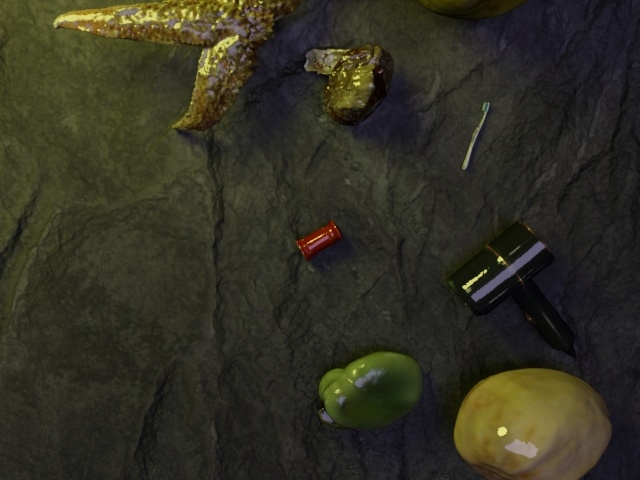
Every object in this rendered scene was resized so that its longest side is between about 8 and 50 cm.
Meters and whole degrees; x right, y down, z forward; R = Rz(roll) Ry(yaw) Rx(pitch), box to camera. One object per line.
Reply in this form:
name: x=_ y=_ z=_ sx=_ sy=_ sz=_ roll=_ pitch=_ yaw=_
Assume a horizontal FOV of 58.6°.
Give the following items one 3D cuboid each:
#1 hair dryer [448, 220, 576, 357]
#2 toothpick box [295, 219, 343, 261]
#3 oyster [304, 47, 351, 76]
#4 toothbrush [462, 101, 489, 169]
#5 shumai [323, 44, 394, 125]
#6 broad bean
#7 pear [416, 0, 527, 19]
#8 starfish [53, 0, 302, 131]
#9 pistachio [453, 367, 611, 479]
hair dryer: x=0.422 y=0.145 z=1.153 sx=0.189 sy=0.107 sz=0.352 roll=-40 pitch=112 yaw=6
toothpick box: x=0.000 y=0.000 z=1.070 sx=0.083 sy=0.047 sz=0.047 roll=-30 pitch=107 yaw=-1
oyster: x=0.018 y=-0.312 z=0.999 sx=0.093 sy=0.034 sz=0.051 roll=4 pitch=88 yaw=2
toothbrush: x=0.294 y=-0.197 z=1.081 sx=0.013 sy=0.011 sz=0.132 roll=11 pitch=103 yaw=-24
shumai: x=0.074 y=-0.253 z=0.981 sx=0.123 sy=0.105 sz=0.139 roll=20 pitch=133 yaw=-40
broad bean: x=0.103 y=0.308 z=1.143 sx=0.227 sy=0.100 sz=0.169 roll=-25 pitch=114 yaw=-3
pear: x=0.237 y=-0.497 z=0.859 sx=0.303 sy=0.304 sz=0.304 roll=-2 pitch=105 yaw=-8
starfish: x=-0.167 y=-0.365 z=0.917 sx=0.383 sy=0.132 sz=0.398 roll=28 pitch=95 yaw=-10
pistachio: x=0.420 y=0.381 z=1.149 sx=0.320 sy=0.229 sz=0.238 roll=-6 pitch=72 yaw=-16
